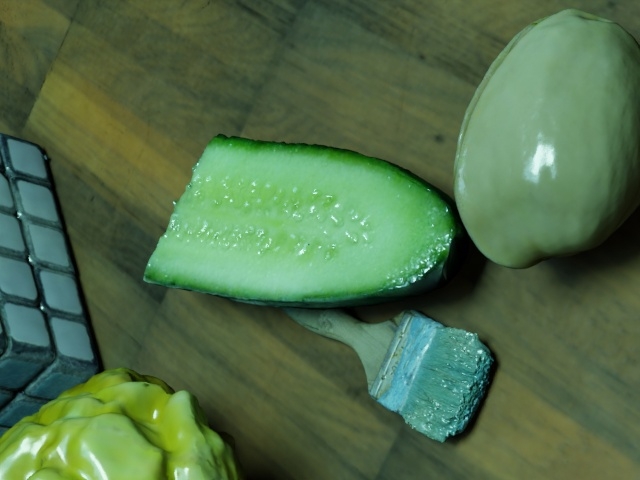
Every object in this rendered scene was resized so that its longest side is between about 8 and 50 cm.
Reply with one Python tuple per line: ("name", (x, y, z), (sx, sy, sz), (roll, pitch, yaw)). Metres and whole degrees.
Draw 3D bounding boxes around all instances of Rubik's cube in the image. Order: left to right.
("Rubik's cube", (-0.350, 0.049, 1.168), (0.237, 0.237, 0.238), (-42, 53, 28))

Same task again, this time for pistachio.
("pistachio", (0.133, -0.056, 0.842), (0.113, 0.113, 0.149), (0, 79, 43))

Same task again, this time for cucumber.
("cucumber", (0.000, 0.000, 0.979), (0.243, 0.063, 0.115), (10, 77, 44))

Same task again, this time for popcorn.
("popcorn", (-0.126, 0.203, 0.940), (0.225, 0.249, 0.249), (41, 111, 3))

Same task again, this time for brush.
("brush", (0.030, 0.063, 0.966), (0.196, 0.021, 0.070), (26, 95, 44))
